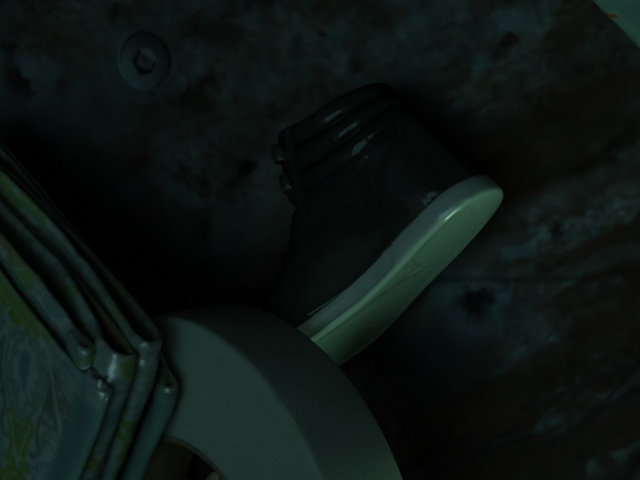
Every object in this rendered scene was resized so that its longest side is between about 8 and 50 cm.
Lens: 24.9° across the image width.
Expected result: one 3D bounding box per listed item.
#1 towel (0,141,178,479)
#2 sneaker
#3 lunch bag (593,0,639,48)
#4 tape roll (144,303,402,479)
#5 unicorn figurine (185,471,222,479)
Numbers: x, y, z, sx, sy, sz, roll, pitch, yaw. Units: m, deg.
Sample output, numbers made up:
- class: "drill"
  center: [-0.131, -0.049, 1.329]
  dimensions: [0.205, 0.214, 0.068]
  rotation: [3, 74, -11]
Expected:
- class: "towel"
  center: [-0.268, 0.134, 1.170]
  dimensions: [0.320, 0.090, 0.374]
  rotation: [45, 125, 31]
- class: "sneaker"
  center: [0.000, 0.000, 1.107]
  dimensions: [0.296, 0.104, 0.147]
  rotation: [-46, 67, 32]
- class: "lunch bag"
  center: [0.322, -0.195, 0.902]
  dimensions: [0.223, 0.160, 0.262]
  rotation: [48, 119, 6]
- class: "tape roll"
  center: [-0.075, 0.243, 1.093]
  dimensions: [0.392, 0.072, 0.392]
  rotation: [11, 105, 48]
- class: "unicorn figurine"
  center: [-0.086, 0.270, 1.219]
  dimensions: [0.111, 0.060, 0.162]
  rotation: [-44, 69, 29]
